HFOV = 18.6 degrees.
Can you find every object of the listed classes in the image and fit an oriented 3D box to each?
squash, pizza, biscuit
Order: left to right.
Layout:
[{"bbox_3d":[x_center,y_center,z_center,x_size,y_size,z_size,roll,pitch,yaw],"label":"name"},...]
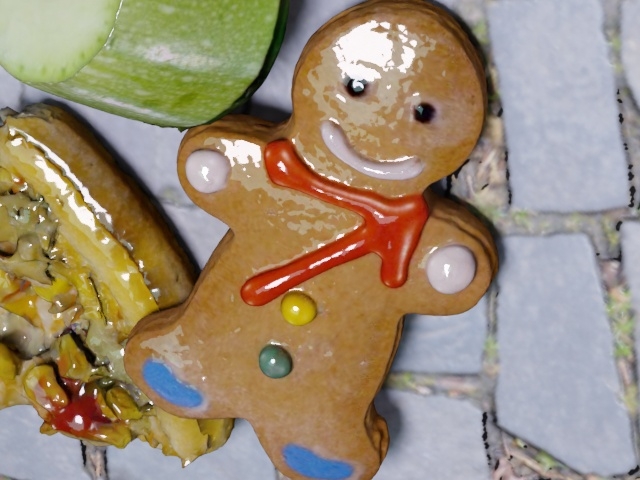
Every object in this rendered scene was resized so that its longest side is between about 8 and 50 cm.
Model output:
[{"bbox_3d":[-0.202,0.026,1.300,0.287,0.074,0.251,3,117,20],"label":"pizza"},{"bbox_3d":[-0.113,-0.147,1.108,0.170,0.123,0.170,2,93,36],"label":"squash"},{"bbox_3d":[0.000,0.001,1.177,0.205,0.049,0.324,27,116,-3],"label":"biscuit"}]
